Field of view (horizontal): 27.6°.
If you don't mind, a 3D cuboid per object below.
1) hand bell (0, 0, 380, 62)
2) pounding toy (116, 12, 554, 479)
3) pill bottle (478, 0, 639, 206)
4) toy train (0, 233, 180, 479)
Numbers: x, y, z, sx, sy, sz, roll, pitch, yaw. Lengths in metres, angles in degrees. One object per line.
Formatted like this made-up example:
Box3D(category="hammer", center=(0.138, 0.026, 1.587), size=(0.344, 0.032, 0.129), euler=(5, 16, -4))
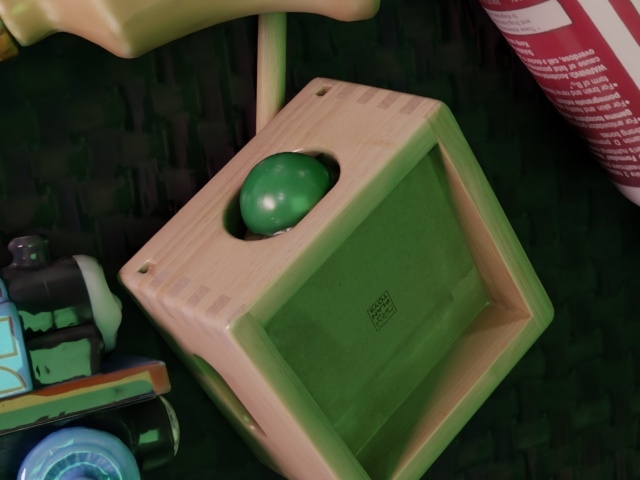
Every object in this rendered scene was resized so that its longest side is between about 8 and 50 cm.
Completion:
Box3D(category="hand bell", center=(-0.116, -0.067, 0.420), size=(0.242, 0.126, 0.126), euler=(-31, 109, -5))
Box3D(category="pounding toy", center=(0.000, 0.000, 0.479), size=(0.130, 0.100, 0.141), euler=(-46, 126, -19))
Box3D(category="pill bottle", center=(0.142, -0.088, 0.510), size=(0.121, 0.121, 0.221), euler=(-46, 113, -12))
Box3D(category="toy train", center=(-0.138, 0.060, 0.429), size=(0.184, 0.080, 0.105), euler=(-12, 96, -22))
